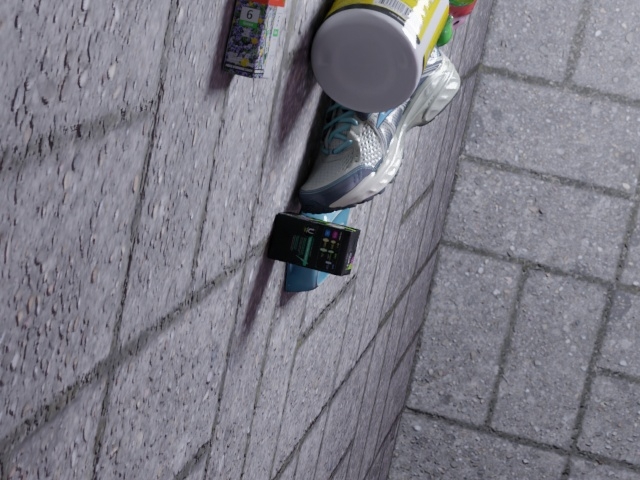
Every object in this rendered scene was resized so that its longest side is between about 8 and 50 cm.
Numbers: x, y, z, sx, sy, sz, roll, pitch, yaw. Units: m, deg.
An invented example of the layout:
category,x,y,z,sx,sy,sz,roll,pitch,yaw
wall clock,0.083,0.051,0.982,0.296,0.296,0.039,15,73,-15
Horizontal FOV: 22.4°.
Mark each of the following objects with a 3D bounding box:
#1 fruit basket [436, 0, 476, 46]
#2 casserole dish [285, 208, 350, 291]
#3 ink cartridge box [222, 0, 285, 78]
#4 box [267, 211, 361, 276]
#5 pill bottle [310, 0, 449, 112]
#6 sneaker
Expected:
category,x,y,z,sx,sy,sz,roll,pitch,yaw
fruit basket,0.188,-0.340,2.007,0.353,0.165,0.327,-53,-176,30
casserole dish,0.000,0.000,1.900,0.188,0.037,0.114,-47,150,-73
ink cartridge box,-0.050,-0.193,1.339,0.063,0.029,0.115,-27,130,-77
box,-0.006,0.004,1.717,0.062,0.083,0.052,-13,116,-80
pill bottle,0.071,-0.236,1.723,0.208,0.119,0.119,-64,165,-51
sneaker,0.043,-0.146,1.824,0.283,0.110,0.122,-55,125,-33
